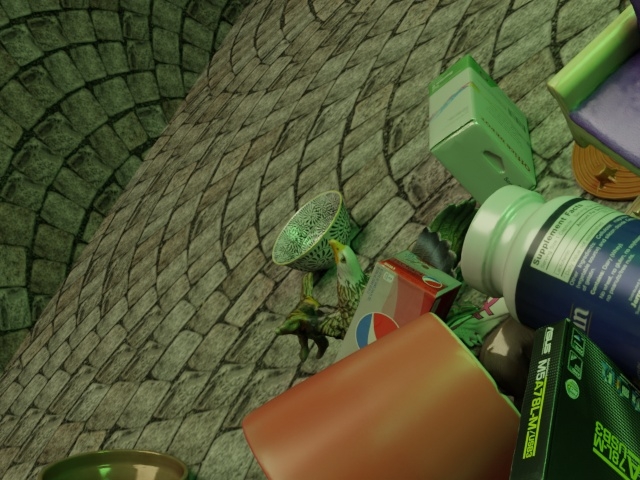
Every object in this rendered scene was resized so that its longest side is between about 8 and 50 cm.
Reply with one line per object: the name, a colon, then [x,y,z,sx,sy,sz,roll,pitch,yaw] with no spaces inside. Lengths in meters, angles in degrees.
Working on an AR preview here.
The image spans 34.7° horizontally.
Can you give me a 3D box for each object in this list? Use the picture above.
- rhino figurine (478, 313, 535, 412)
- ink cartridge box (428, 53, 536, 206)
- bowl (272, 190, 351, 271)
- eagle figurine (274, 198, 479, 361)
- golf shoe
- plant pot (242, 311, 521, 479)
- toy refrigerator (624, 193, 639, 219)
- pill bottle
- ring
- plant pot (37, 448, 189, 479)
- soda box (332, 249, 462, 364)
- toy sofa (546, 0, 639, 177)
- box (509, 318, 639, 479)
rhino figurine: [0.273,0.086,1.192,0.243,0.106,0.073,-53,24,-12]
ink cartridge box: [0.246,-0.166,1.578,0.093,0.154,0.212,-36,26,25]
bowl: [0.000,0.000,1.838,0.170,0.080,0.170,-38,24,20]
eagle figurine: [0.089,0.076,1.426,0.298,0.225,0.226,-17,60,20]
golf shoe: [0.220,0.111,1.303,0.186,0.067,0.086,-34,31,51]
plant pot: [0.087,0.226,1.128,0.243,0.275,0.275,-39,23,-1]
toy refrigerator: [0.457,-0.078,1.150,0.269,0.094,0.102,-50,23,-5]
pill bottle: [0.286,0.042,1.059,0.265,0.153,0.153,27,74,38]
ring: [0.476,-0.190,1.376,0.336,0.032,0.336,-38,25,22]
plant pot: [-0.331,0.421,1.640,0.237,0.237,0.109,-163,73,-65]
soda box: [0.076,0.148,1.286,0.083,0.092,0.263,-19,-44,-58]
toy sofa: [0.401,-0.108,1.013,0.150,0.177,0.362,-44,51,-1]
box: [0.256,0.198,0.936,0.045,0.191,0.184,-29,28,39]
